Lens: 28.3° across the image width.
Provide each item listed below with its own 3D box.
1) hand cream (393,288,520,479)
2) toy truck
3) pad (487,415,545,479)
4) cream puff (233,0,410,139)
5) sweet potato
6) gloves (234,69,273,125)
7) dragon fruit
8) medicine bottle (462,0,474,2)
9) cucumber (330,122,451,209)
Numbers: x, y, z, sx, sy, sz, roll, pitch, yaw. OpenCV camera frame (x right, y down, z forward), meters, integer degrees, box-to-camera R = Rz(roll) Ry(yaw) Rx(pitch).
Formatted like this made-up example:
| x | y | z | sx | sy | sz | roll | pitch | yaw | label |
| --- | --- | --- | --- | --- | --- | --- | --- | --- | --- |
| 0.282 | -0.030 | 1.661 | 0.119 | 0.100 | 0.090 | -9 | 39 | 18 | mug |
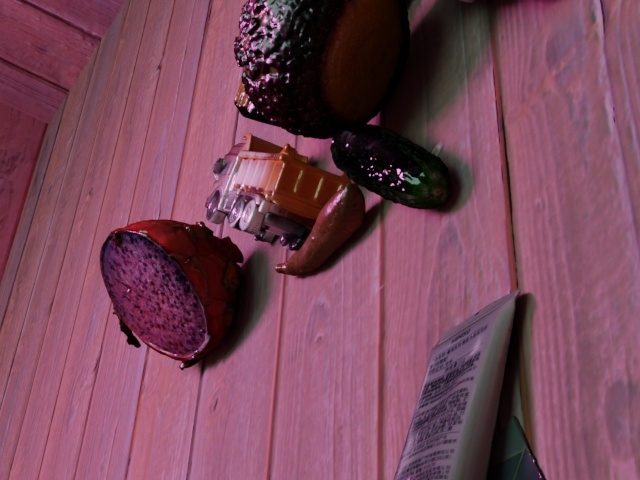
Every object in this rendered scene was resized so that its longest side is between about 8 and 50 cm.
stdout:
| x | y | z | sx | sy | sz | roll | pitch | yaw | label |
| --- | --- | --- | --- | --- | --- | --- | --- | --- | --- |
| 0.102 | 0.194 | 1.048 | 0.124 | 0.078 | 0.340 | -41 | 23 | 49 | hand cream |
| -0.062 | -0.066 | 1.655 | 0.270 | 0.114 | 0.135 | 13 | 83 | 69 | toy truck |
| 0.135 | 0.262 | 0.966 | 0.163 | 0.004 | 0.243 | -57 | 22 | 19 | pad |
| -0.004 | -0.242 | 1.521 | 0.165 | 0.239 | 0.239 | 20 | 84 | 31 | cream puff |
| 0.000 | 0.001 | 1.527 | 0.214 | 0.050 | 0.050 | -50 | 24 | 49 | sweet potato |
| 0.003 | -0.310 | 1.697 | 0.203 | 0.155 | 0.356 | 22 | 81 | 49 | gloves |
| -0.187 | 0.049 | 1.775 | 0.218 | 0.223 | 0.148 | 17 | 41 | 36 | dragon fruit |
| 0.193 | -0.398 | 1.400 | 0.282 | 0.123 | 0.375 | -62 | 21 | 7 | medicine bottle |
| 0.078 | -0.081 | 1.395 | 0.074 | 0.074 | 0.241 | -63 | 22 | 5 | cucumber |
